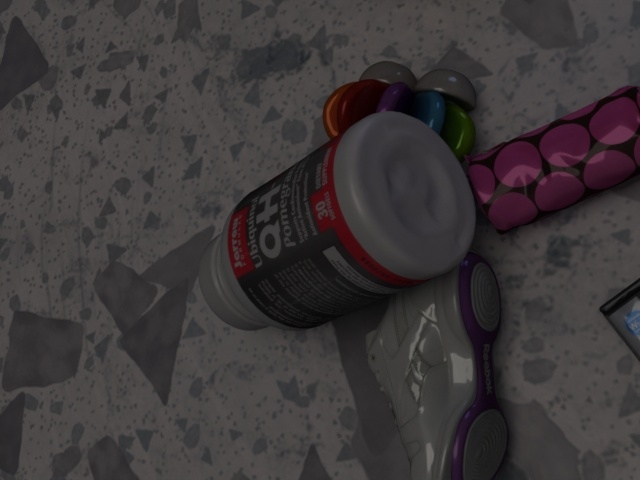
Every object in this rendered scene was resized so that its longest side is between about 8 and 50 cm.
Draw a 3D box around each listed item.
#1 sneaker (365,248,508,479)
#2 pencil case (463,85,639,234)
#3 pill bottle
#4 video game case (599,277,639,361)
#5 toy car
[{"bbox_3d":[0.122,0.164,0.905,0.152,0.114,0.304,-9,70,41],"label":"sneaker"},{"bbox_3d":[0.260,-0.088,0.880,0.209,0.095,0.098,-24,64,20],"label":"pencil case"},{"bbox_3d":[0.000,0.000,0.917,0.319,0.176,0.176,-28,65,46],"label":"pill bottle"},{"bbox_3d":[0.450,0.081,0.767,0.275,0.035,0.248,-41,63,16],"label":"video game case"},{"bbox_3d":[0.085,-0.135,0.959,0.182,0.136,0.159,16,87,31],"label":"toy car"}]
